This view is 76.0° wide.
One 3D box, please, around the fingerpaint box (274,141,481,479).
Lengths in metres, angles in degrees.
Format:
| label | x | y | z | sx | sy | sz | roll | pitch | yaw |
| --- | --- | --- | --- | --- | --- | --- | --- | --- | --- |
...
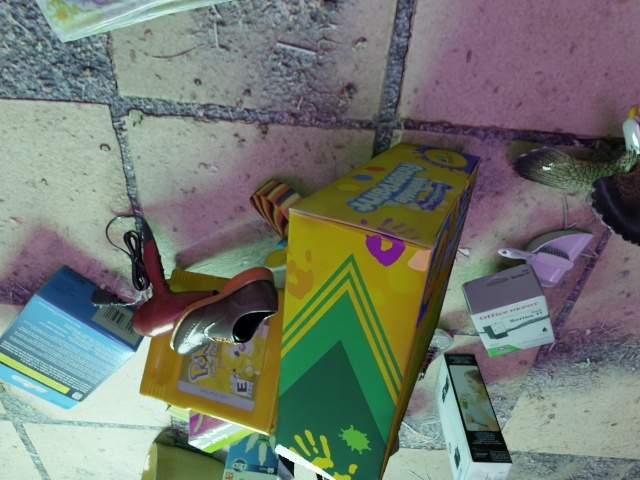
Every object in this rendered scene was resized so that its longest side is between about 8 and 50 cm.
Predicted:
| label | x | y | z | sx | sy | sz | roll | pitch | yaw |
| --- | --- | --- | --- | --- | --- | --- | --- | --- | --- |
| fingerpaint box | 0.107 | 0.071 | 0.648 | 0.163 | 0.445 | 0.371 | 16 | 118 | 20 |

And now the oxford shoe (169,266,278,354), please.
| label | x | y | z | sx | sy | sz | roll | pitch | yaw |
| --- | --- | --- | --- | --- | --- | --- | --- | --- | --- |
| oxford shoe | -0.189 | 0.159 | 0.774 | 0.271 | 0.098 | 0.096 | -38 | 145 | 22 |

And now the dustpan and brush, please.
| label | x | y | z | sx | sy | sz | roll | pitch | yaw |
| --- | --- | --- | --- | --- | --- | --- | --- | --- | --- |
| dustpan and brush | 0.466 | 0.033 | 0.871 | 0.211 | 0.060 | 0.147 | 14 | 122 | -7 |

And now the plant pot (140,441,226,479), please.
| label | x | y | z | sx | sy | sz | roll | pitch | yaw |
| --- | --- | --- | --- | --- | --- | --- | --- | --- | --- |
| plant pot | -0.417 | 0.771 | 1.284 | 0.254 | 0.237 | 0.237 | 17 | 122 | -26 |

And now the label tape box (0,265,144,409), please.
| label | x | y | z | sx | sy | sz | roll | pitch | yaw |
| --- | --- | --- | --- | --- | --- | --- | --- | --- | --- |
| label tape box | -0.629 | 0.257 | 1.013 | 0.249 | 0.115 | 0.347 | 41 | 117 | -21 |

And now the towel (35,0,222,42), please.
| label | x | y | z | sx | sy | sz | roll | pitch | yaw |
| --- | --- | --- | --- | --- | --- | --- | --- | --- | --- |
| towel | -0.301 | -0.494 | 0.542 | 0.320 | 0.090 | 0.375 | -11 | 121 | 7 |

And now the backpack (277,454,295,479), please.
| label | x | y | z | sx | sy | sz | roll | pitch | yaw |
| --- | --- | --- | --- | --- | --- | --- | --- | --- | --- |
| backpack | -0.187 | 0.708 | 1.269 | 0.188 | 0.144 | 0.166 | -15 | 126 | 14 |

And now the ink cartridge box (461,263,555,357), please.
| label | x | y | z | sx | sy | sz | roll | pitch | yaw |
| --- | --- | --- | --- | --- | --- | --- | --- | --- | --- |
| ink cartridge box | 0.418 | 0.162 | 0.910 | 0.153 | 0.087 | 0.208 | -22 | 132 | 19 |

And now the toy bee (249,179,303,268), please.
| label | x | y | z | sx | sy | sz | roll | pitch | yaw |
| --- | --- | --- | --- | --- | --- | --- | --- | --- | --- |
| toy bee | 0.000 | 0.000 | 0.798 | 0.298 | 0.195 | 0.162 | 33 | 158 | -24 |

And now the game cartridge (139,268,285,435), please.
| label | x | y | z | sx | sy | sz | roll | pitch | yaw |
| --- | --- | --- | --- | --- | --- | --- | --- | --- | --- |
| game cartridge | -0.218 | 0.221 | 0.868 | 0.323 | 0.052 | 0.286 | 8 | 82 | 18 |

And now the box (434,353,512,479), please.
| label | x | y | z | sx | sy | sz | roll | pitch | yaw |
| --- | --- | --- | --- | --- | --- | --- | --- | --- | --- |
| box | 0.358 | 0.443 | 1.000 | 0.087 | 0.290 | 0.169 | 1 | 124 | 3 |

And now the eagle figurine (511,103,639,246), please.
| label | x | y | z | sx | sy | sz | roll | pitch | yaw |
| --- | --- | --- | --- | --- | --- | --- | --- | --- | --- |
| eagle figurine | 0.517 | -0.113 | 0.696 | 0.298 | 0.226 | 0.225 | -27 | 82 | -1 |

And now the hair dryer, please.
| label | x | y | z | sx | sy | sz | roll | pitch | yaw |
| --- | --- | --- | --- | --- | --- | --- | --- | --- | --- |
| hair dryer | -0.343 | 0.090 | 0.845 | 0.293 | 0.080 | 0.224 | 22 | 102 | 6 |

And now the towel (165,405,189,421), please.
| label | x | y | z | sx | sy | sz | roll | pitch | yaw |
| --- | --- | --- | --- | --- | --- | --- | --- | --- | --- |
| towel | -0.344 | 0.453 | 1.184 | 0.102 | 0.021 | 0.237 | 35 | 116 | -25 |

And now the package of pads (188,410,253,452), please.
| label | x | y | z | sx | sy | sz | roll | pitch | yaw |
| --- | --- | --- | --- | --- | --- | --- | --- | --- | --- |
| package of pads | -0.173 | 0.320 | 0.961 | 0.296 | 0.229 | 0.101 | -29 | 133 | 11 |

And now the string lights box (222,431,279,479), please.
| label | x | y | z | sx | sy | sz | roll | pitch | yaw |
| --- | --- | --- | --- | --- | --- | --- | --- | --- | --- |
| string lights box | -0.175 | 0.551 | 1.097 | 0.133 | 0.260 | 0.077 | 11 | 122 | -6 |

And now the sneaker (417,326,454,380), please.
| label | x | y | z | sx | sy | sz | roll | pitch | yaw |
| --- | --- | --- | --- | --- | --- | --- | --- | --- | --- |
| sneaker | 0.251 | 0.304 | 1.030 | 0.088 | 0.093 | 0.225 | 31 | 118 | -17 |

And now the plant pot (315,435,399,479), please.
| label | x | y | z | sx | sy | sz | roll | pitch | yaw |
| --- | --- | --- | --- | --- | --- | --- | --- | --- | --- |
| plant pot | 0.094 | 0.555 | 1.146 | 0.230 | 0.215 | 0.216 | -8 | 123 | -11 |
